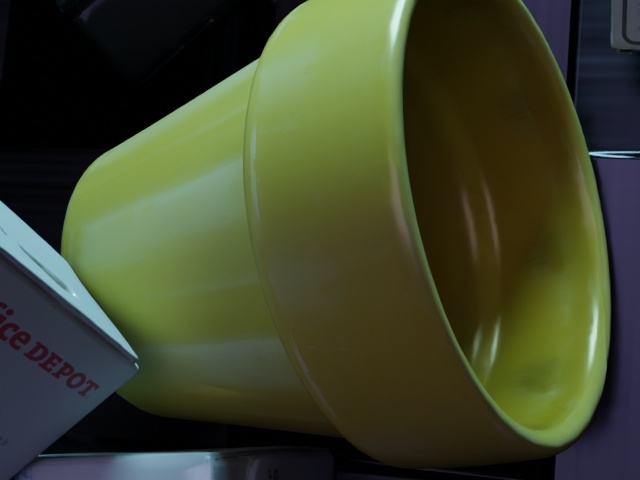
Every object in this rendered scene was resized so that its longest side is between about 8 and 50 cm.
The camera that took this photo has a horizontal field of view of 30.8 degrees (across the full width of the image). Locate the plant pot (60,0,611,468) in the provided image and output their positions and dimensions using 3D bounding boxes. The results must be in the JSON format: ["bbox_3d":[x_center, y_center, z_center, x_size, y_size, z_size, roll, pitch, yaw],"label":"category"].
[{"bbox_3d":[0.000,0.000,0.629,0.239,0.254,0.254,-12,78,31],"label":"plant pot"}]

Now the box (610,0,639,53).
[{"bbox_3d":[0.231,-0.229,0.563,0.169,0.290,0.087,5,45,19],"label":"box"}]

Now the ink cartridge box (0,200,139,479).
[{"bbox_3d":[-0.211,0.069,0.520,0.212,0.154,0.093,-39,56,-2],"label":"ink cartridge box"}]

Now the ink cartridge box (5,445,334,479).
[{"bbox_3d":[-0.142,0.219,0.650,0.270,0.197,0.198,-5,80,17],"label":"ink cartridge box"}]

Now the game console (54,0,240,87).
[{"bbox_3d":[-0.119,-0.187,0.806,0.122,0.071,0.107,-39,42,7],"label":"game console"}]
